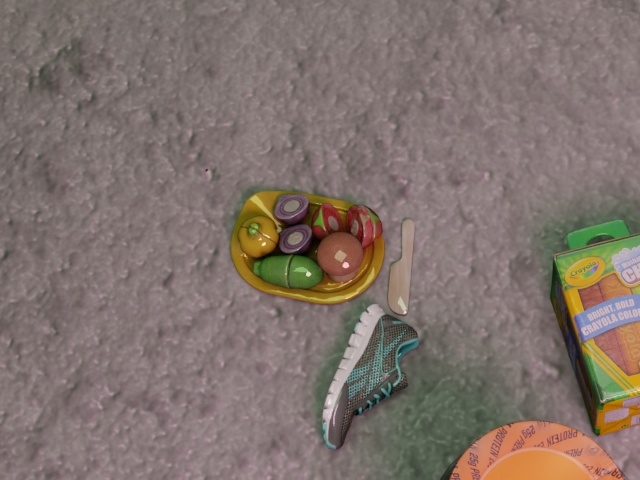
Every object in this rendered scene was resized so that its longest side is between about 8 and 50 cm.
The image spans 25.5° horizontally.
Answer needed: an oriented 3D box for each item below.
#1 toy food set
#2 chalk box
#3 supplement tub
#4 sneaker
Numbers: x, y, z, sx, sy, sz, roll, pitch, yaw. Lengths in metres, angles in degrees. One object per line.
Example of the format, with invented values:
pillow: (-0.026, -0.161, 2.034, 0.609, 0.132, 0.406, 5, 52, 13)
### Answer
toy food set: (0.000, 0.000, 1.578, 0.218, 0.071, 0.128, 10, 70, 12)
chalk box: (0.318, 0.073, 1.469, 0.132, 0.132, 0.213, -16, 67, 1)
supplement tub: (0.193, 0.294, 1.287, 0.193, 0.316, 0.194, -3, 59, 5)
sneaker: (0.054, 0.151, 1.516, 0.076, 0.065, 0.166, 21, 74, 12)
